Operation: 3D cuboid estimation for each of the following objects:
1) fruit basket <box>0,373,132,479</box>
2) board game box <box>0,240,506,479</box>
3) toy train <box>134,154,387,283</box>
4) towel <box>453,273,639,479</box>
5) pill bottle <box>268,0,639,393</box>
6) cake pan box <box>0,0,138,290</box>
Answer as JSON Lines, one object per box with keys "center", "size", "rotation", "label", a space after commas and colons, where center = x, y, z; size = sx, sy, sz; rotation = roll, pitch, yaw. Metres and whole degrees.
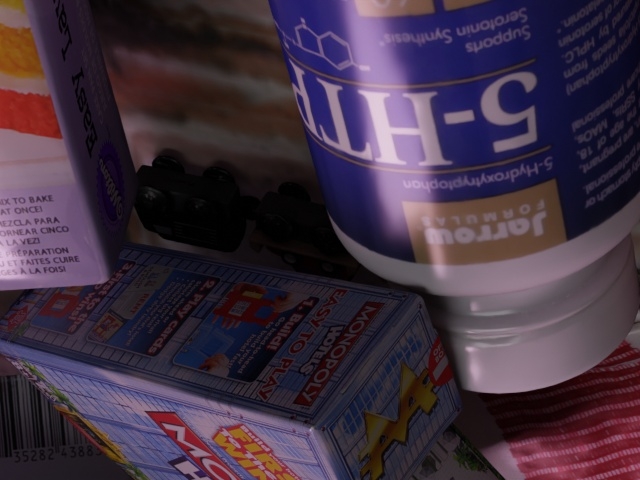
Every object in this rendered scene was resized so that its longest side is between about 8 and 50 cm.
{"center": [-0.221, 0.230, 0.755], "size": [0.353, 0.327, 0.165], "rotation": [-8, 169, 16], "label": "fruit basket"}
{"center": [-0.002, 0.077, 0.626], "size": [0.194, 0.060, 0.194], "rotation": [47, 156, -18], "label": "board game box"}
{"center": [0.000, 0.000, 0.682], "size": [0.158, 0.027, 0.036], "rotation": [13, 137, 17], "label": "toy train"}
{"center": [0.059, 0.129, 0.761], "size": [0.329, 0.037, 0.237], "rotation": [-12, 123, 34], "label": "towel"}
{"center": [0.048, -0.048, 0.556], "size": [0.112, 0.112, 0.187], "rotation": [3, 130, 25], "label": "pill bottle"}
{"center": [-0.214, -0.088, 0.584], "size": [0.266, 0.070, 0.246], "rotation": [-2, 127, 9], "label": "cake pan box"}
